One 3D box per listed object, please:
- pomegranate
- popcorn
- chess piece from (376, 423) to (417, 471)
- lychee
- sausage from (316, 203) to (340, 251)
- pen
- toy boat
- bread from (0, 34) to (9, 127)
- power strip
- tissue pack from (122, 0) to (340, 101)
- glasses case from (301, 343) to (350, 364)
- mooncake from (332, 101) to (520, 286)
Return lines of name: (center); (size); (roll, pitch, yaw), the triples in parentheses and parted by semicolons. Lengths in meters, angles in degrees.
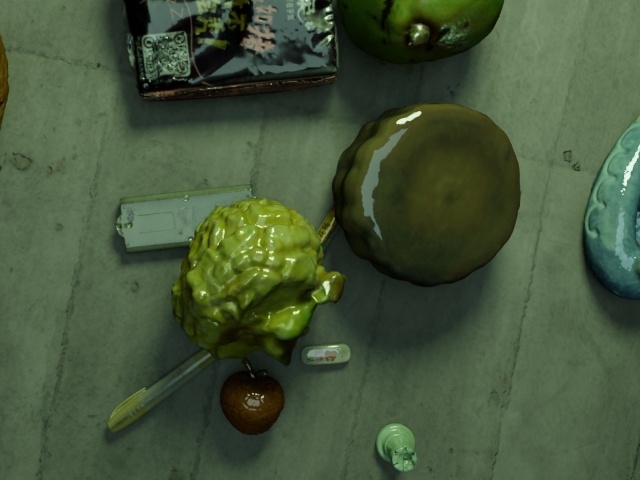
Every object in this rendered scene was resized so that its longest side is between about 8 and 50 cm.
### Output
pomegranate: (0.147, -0.422, 1.329); (0.260, 0.260, 0.341); (-5, 64, -5)
popcorn: (-0.103, 0.064, 1.315); (0.270, 0.224, 0.258); (-15, 131, 13)
chess piece: (0.130, 0.346, 1.422); (0.067, 0.103, 0.067); (0, 93, -4)
lychee: (-0.117, 0.248, 1.398); (0.101, 0.114, 0.140); (-31, 115, -26)
sausage: (0.000, 0.000, 1.430); (0.029, 0.029, 0.223); (33, 90, -6)
pen: (-0.257, 0.238, 1.422); (0.233, 0.032, 0.040); (-37, 72, -4)
toy boat: (0.566, -0.058, 1.430); (0.215, 0.123, 0.330); (28, 89, -7)
bread: (-0.573, -0.211, 1.235); (0.172, 0.312, 0.312); (14, 92, 4)
power strip: (-0.198, -0.038, 1.409); (0.267, 0.034, 0.092); (-7, 93, -4)
tissue pack: (-0.140, -0.350, 1.359); (0.332, 0.123, 0.245); (-7, 99, -1)
glasses case: (0.009, 0.191, 1.445); (0.083, 0.021, 0.032); (-3, 95, -5)
mooncake: (0.161, -0.073, 1.363); (0.290, 0.161, 0.291); (-2, 97, -15)
